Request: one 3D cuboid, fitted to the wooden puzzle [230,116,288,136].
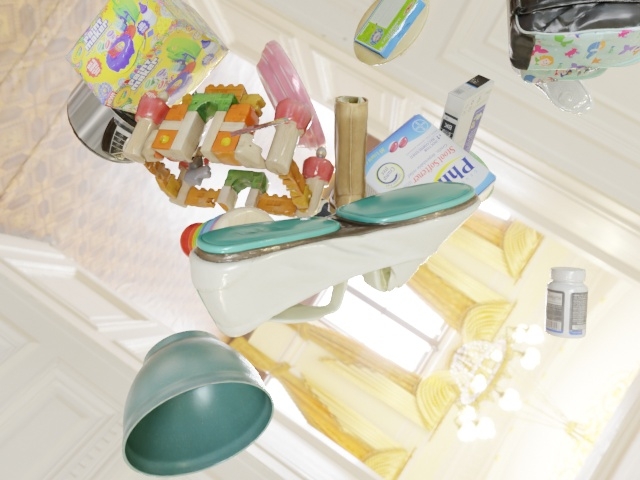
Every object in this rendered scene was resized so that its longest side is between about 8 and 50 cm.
[{"bbox_3d":[-0.070,-0.131,0.560,0.049,0.083,0.006,-30,110,-48],"label":"wooden puzzle"}]

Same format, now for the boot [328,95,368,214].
[{"bbox_3d":[0.065,-0.179,1.063,0.236,0.089,0.269,-107,-167,-66],"label":"boot"}]

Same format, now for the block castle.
[{"bbox_3d":[-0.215,-0.220,1.200,0.303,0.453,0.212,60,41,-60],"label":"block castle"}]

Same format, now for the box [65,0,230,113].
[{"bbox_3d":[-0.453,-0.503,1.311,0.290,0.177,0.279,-42,172,17],"label":"box"}]

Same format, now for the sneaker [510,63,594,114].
[{"bbox_3d":[0.762,-0.519,1.575,0.147,0.296,0.104,-29,157,-50],"label":"sneaker"}]

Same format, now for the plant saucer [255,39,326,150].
[{"bbox_3d":[-0.092,-0.396,1.392,0.084,0.332,0.332,-28,169,-2],"label":"plant saucer"}]

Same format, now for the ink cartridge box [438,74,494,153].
[{"bbox_3d":[0.414,-0.317,1.476,0.165,0.065,0.332,-36,148,-33],"label":"ink cartridge box"}]

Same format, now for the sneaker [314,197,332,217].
[{"bbox_3d":[0.000,0.000,1.484,0.094,0.153,0.235,-4,126,-60],"label":"sneaker"}]

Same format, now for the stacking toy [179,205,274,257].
[{"bbox_3d":[-0.210,0.009,1.007,0.141,0.141,0.330,-54,-155,-21],"label":"stacking toy"}]

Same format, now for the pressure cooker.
[{"bbox_3d":[-0.693,-0.524,1.809,0.420,0.375,0.370,-25,-157,37],"label":"pressure cooker"}]

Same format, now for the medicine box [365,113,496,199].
[{"bbox_3d":[0.274,-0.152,1.338,0.263,0.289,0.149,-40,160,-14],"label":"medicine box"}]

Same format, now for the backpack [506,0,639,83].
[{"bbox_3d":[0.458,-0.397,0.840,0.191,0.254,0.225,50,42,-61],"label":"backpack"}]

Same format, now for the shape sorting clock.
[{"bbox_3d":[0.162,-0.502,1.138,0.040,0.206,0.206,26,98,-41],"label":"shape sorting clock"}]

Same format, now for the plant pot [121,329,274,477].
[{"bbox_3d":[-0.264,0.314,1.009,0.293,0.196,0.293,-15,132,-17],"label":"plant pot"}]

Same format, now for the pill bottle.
[{"bbox_3d":[0.504,0.125,0.998,0.078,0.078,0.137,-18,109,-76],"label":"pill bottle"}]

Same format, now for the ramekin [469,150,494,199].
[{"bbox_3d":[0.466,-0.204,1.801,0.148,0.303,0.303,-49,169,-20],"label":"ramekin"}]

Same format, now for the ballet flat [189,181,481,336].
[{"bbox_3d":[0.035,0.018,0.615,0.400,0.139,0.139,-15,148,-28],"label":"ballet flat"}]
